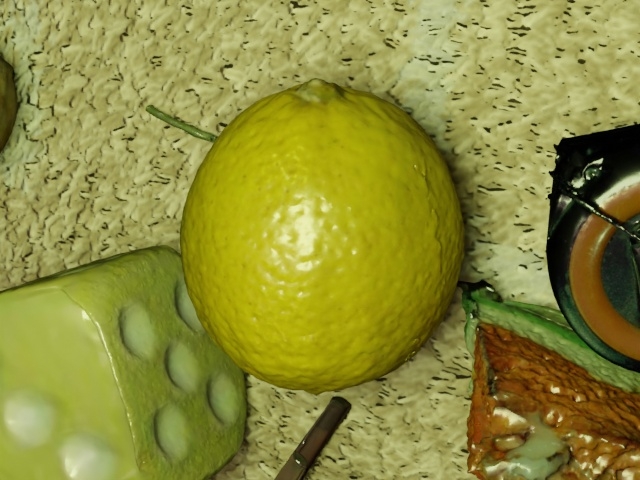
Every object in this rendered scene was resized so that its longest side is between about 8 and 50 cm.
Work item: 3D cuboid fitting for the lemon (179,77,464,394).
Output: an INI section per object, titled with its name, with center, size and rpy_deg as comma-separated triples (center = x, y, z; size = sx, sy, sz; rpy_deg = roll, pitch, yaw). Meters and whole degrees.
[lemon]
center = 0.001, -0.001, 1.170
size = 0.267, 0.267, 0.267
rpy_deg = 6, 104, 24

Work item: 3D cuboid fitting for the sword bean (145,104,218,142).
[sword bean]
center = -0.139, -0.115, 1.336
size = 0.083, 0.012, 0.012
rpy_deg = 26, 111, 16

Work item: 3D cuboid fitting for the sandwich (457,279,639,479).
[sandwich]
center = 0.224, 0.164, 1.134
size = 0.292, 0.212, 0.109
rpy_deg = 18, 124, 6

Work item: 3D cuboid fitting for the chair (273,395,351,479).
[chair]
center = -0.020, 0.347, 1.297
size = 0.183, 0.175, 0.326
rpy_deg = 37, 108, 4

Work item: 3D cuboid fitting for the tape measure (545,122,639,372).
[tape measure]
center = 0.285, 0.003, 1.095
size = 0.202, 0.135, 0.222
rpy_deg = -12, 101, 17

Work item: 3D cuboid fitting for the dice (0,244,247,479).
[dice]
center = -0.227, 0.142, 1.314
size = 0.238, 0.227, 0.233
rpy_deg = -14, 95, 26

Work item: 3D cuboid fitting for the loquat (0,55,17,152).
[loquat]
center = -0.413, -0.128, 1.374
size = 0.227, 0.179, 0.179
rpy_deg = -23, 91, 34

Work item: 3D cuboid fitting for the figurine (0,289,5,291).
[figurine]
center = -0.405, 0.171, 1.405
size = 0.160, 0.226, 0.183
rpy_deg = -12, 96, 28
